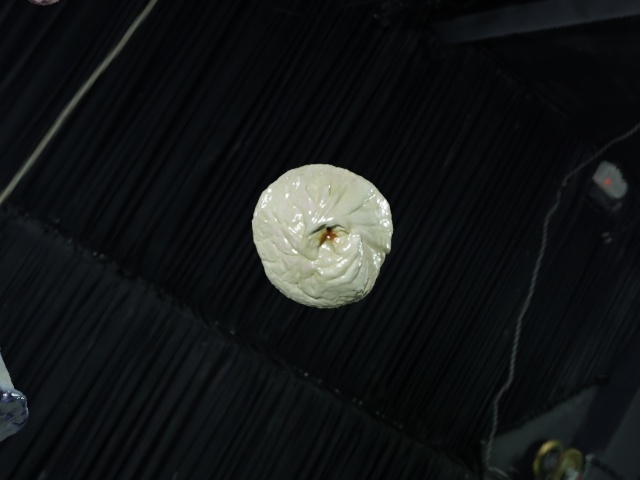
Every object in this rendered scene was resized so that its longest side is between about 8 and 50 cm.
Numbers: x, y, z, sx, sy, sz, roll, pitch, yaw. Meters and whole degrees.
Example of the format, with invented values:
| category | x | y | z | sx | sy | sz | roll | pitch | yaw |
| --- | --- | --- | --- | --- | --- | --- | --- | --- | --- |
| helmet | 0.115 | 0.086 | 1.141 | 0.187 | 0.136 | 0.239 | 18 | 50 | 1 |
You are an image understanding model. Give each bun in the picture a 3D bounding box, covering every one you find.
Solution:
| category | x | y | z | sx | sy | sz | roll | pitch | yaw |
| --- | --- | --- | --- | --- | --- | --- | --- | --- | --- |
| bun | 0.000 | 0.000 | 0.528 | 0.115 | 0.115 | 0.069 | 31 | 16 | 0 |

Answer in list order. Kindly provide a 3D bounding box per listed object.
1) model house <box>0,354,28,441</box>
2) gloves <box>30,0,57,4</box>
| category | x | y | z | sx | sy | sz | roll | pitch | yaw |
| --- | --- | --- | --- | --- | --- | --- | --- | --- | --- |
| model house | -0.402 | 0.082 | 0.610 | 0.243 | 0.285 | 0.298 | -17 | 14 | -31 |
| gloves | -0.127 | -0.219 | 0.298 | 0.145 | 0.241 | 0.126 | 7 | -35 | 1 |
